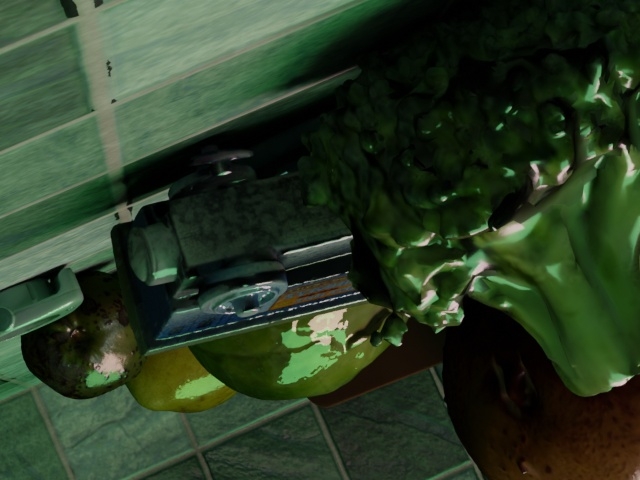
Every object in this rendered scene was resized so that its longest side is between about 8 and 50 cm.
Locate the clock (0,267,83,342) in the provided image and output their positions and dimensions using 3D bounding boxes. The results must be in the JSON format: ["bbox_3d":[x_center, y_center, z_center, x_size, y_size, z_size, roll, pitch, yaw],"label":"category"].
[{"bbox_3d":[-0.298,0.070,1.826,0.135,0.041,0.101,-22,177,-21],"label":"clock"}]

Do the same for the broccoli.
[{"bbox_3d":[0.149,-0.029,1.308,0.293,0.281,0.348,-25,176,5],"label":"broccoli"}]

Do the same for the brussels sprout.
[{"bbox_3d":[-0.026,0.047,1.897,0.244,0.244,0.244,-24,177,-1],"label":"brussels sprout"}]

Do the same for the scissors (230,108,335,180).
[{"bbox_3d":[0.086,-0.121,1.565,0.393,0.032,0.180,-24,177,15],"label":"scissors"}]

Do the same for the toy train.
[{"bbox_3d":[-0.014,-0.002,1.494,0.299,0.131,0.202,-12,166,-19],"label":"toy train"}]

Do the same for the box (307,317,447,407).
[{"bbox_3d":[0.106,0.021,2.227,0.229,0.239,0.339,-24,177,-34],"label":"box"}]

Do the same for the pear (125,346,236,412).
[{"bbox_3d":[-0.152,0.100,2.164,0.200,0.200,0.200,-24,177,-1],"label":"pear"}]

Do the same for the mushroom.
[{"bbox_3d":[0.284,0.109,1.942,0.331,0.334,0.356,-4,-153,29],"label":"mushroom"}]

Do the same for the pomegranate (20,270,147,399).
[{"bbox_3d":[-0.251,0.087,1.982,0.138,0.163,0.125,-38,138,-1],"label":"pomegranate"}]
